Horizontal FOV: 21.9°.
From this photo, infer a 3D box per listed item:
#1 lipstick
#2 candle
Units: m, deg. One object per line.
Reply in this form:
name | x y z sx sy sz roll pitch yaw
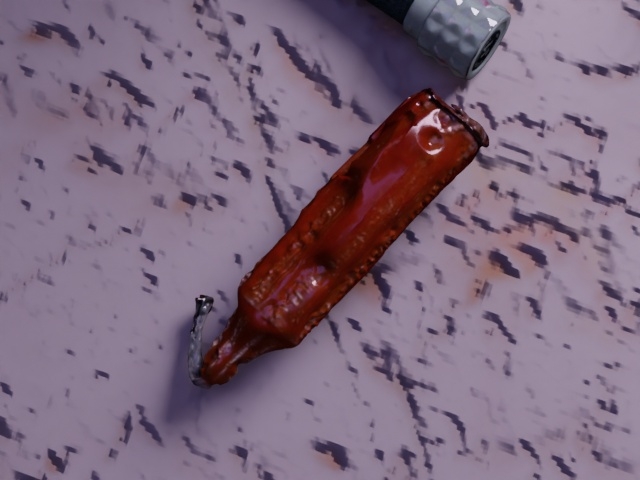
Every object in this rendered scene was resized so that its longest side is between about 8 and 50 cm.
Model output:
lipstick | 0.027 -0.116 0.722 0.116 0.037 0.037 36 85 11
candle | 0.000 0.000 0.699 0.048 0.053 0.162 43 88 13
